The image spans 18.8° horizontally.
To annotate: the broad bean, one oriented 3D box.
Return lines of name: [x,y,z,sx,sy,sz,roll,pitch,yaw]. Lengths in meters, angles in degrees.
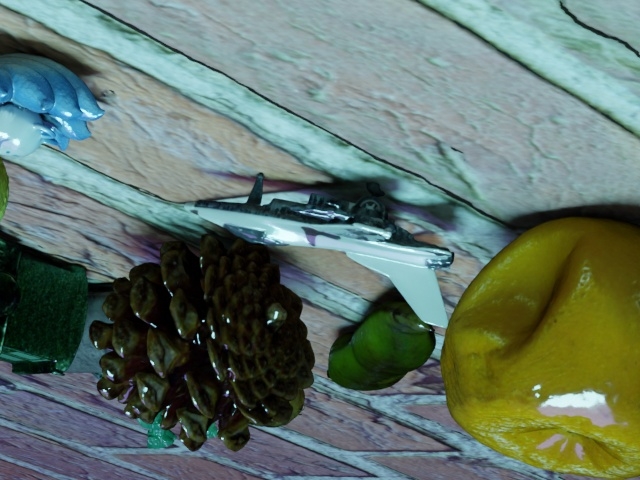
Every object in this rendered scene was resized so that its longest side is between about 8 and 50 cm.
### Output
broad bean: [0.063,0.105,1.889,0.077,0.061,0.339,26,161,-7]

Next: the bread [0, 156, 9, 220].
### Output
bread: [-0.309,-0.054,1.539,0.129,0.111,0.114,32,170,8]

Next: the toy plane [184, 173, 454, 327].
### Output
toy plane: [0.011,-0.013,1.547,0.234,0.082,0.160,25,174,6]

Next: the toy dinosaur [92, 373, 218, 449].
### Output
toy dinosaur: [-0.143,0.147,2.091,0.259,0.094,0.153,-3,130,34]

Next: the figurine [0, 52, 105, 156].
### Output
figurine: [-0.208,-0.094,1.395,0.114,0.079,0.114,10,156,5]

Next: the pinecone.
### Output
pinecone: [-0.111,0.093,1.733,0.208,0.207,0.208,10,163,3]

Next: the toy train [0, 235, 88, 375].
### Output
toy train: [-0.382,0.074,1.963,0.178,0.138,0.330,20,162,-39]

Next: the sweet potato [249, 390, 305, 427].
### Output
sweet potato: [-0.127,0.164,2.211,0.233,0.062,0.081,12,148,9]

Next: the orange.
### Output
orange: [0.224,0.085,1.516,0.249,0.183,0.249,13,163,4]

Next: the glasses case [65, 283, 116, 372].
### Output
glasses case: [-0.210,0.096,2.002,0.299,0.060,0.114,-3,133,39]
